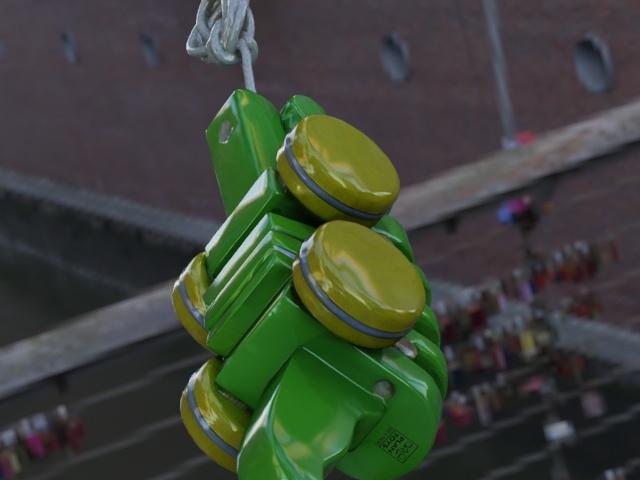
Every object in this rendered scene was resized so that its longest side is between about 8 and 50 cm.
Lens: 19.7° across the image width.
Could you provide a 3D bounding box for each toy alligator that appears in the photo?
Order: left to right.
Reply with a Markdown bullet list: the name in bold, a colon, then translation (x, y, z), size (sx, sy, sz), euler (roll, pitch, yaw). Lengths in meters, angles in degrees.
- **toy alligator**: translation (0.000, 0.000, 0.435), size (0.056, 0.051, 0.189), euler (-50, 28, 28)
